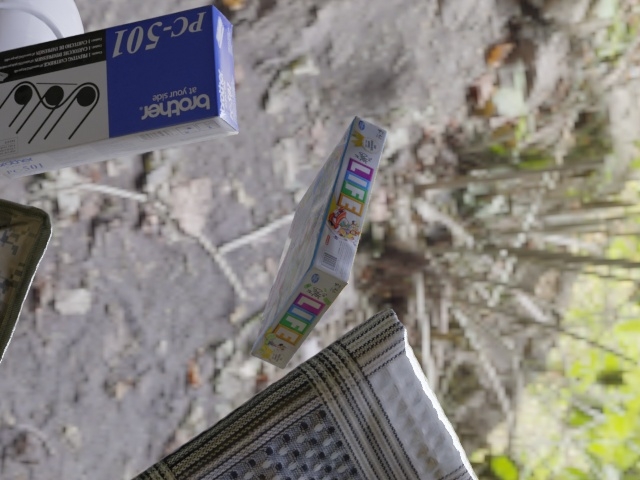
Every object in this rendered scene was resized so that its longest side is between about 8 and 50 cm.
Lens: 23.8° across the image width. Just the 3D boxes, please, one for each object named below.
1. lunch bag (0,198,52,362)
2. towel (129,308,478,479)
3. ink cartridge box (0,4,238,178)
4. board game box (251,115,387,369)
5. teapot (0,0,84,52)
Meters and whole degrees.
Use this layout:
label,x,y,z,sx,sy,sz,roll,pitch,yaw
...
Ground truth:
label,x,y,z,sx,sy,sz,roll,pitch,yaw
lunch bag,-0.342,0.112,1.190,0.168,0.235,0.287,24,61,-14
towel,-0.006,0.261,1.263,0.312,0.056,0.324,-33,123,-14
ink cartridge box,-0.171,-0.118,1.222,0.046,0.207,0.097,39,44,-66
board game box,0.000,0.000,1.048,0.026,0.103,0.154,26,45,-10
teapot,-0.342,-0.175,1.544,0.252,0.187,0.256,-37,127,-11
